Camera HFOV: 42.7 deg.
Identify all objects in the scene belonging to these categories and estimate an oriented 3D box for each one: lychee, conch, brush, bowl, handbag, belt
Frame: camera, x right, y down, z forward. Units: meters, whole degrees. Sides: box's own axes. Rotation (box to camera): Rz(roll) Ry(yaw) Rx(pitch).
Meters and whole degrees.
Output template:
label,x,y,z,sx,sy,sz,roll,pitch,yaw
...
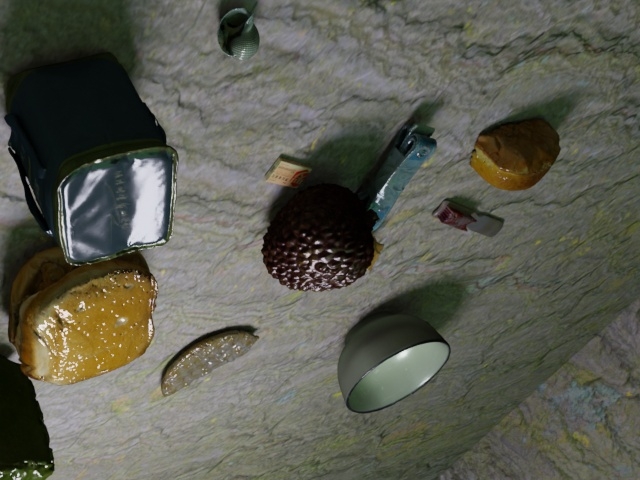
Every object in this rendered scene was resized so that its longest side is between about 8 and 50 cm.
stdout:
label,x,y,z,sx,sy,sz,roll,pitch,yaw
lychee,0.000,0.000,1.770,0.271,0.236,0.236,-30,149,16
conch,-0.137,-0.343,1.357,0.076,0.056,0.085,6,104,-21
brush,0.413,-0.048,2.223,0.321,0.050,0.060,14,123,-50
bowl,0.189,0.335,2.417,0.353,0.185,0.354,-22,147,-15
handbag,-0.359,-0.126,1.287,0.222,0.241,0.263,-16,144,-26
belt,0.155,-0.142,1.847,0.072,0.087,0.302,12,128,-32

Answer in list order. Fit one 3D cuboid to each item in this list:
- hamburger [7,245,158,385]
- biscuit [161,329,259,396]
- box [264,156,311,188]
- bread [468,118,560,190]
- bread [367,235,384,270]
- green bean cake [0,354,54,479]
label,x,y,z,sx,sy,sz,roll,pitch,yaw
hamburger,-0.467,0.143,1.621,0.284,0.174,0.305,-11,142,-32
biscuit,-0.295,0.297,2.100,0.289,0.038,0.141,-28,147,-9
box,-0.068,-0.141,1.721,0.093,0.015,0.058,11,127,-46
bread,0.490,-0.201,2.005,0.228,0.140,0.143,-16,153,-21
bread,0.059,0.027,1.987,0.134,0.085,0.173,-47,145,22
green bean cake,-0.721,0.374,1.586,0.218,0.319,0.335,-42,146,17
